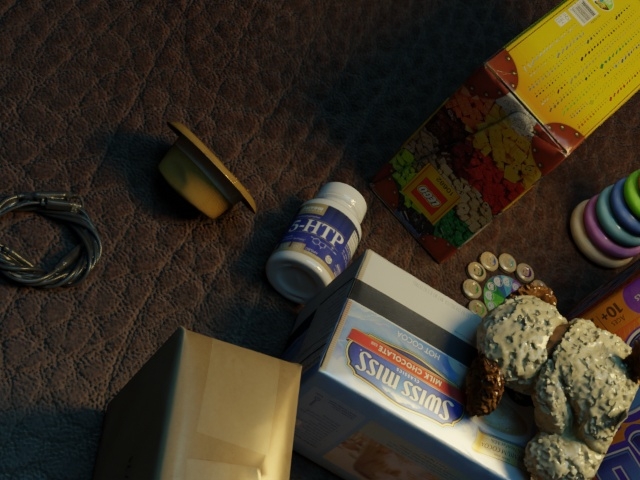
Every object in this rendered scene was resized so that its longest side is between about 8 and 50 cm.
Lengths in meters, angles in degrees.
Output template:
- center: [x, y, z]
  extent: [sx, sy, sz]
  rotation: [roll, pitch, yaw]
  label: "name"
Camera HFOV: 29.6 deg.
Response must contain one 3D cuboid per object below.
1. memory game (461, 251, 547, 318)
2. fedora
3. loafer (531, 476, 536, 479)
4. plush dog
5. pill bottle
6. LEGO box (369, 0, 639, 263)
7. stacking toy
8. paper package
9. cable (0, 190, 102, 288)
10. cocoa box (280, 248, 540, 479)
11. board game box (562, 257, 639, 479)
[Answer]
- center: [0.323, 0.103, 2.074]
  extent: [0.186, 0.012, 0.186]
  rotation: [14, 56, -22]
  label: "memory game"
- center: [-0.183, -0.093, 1.844]
  extent: [0.079, 0.194, 0.194]
  rotation: [-44, 88, -4]
  label: "fedora"
- center: [0.269, 0.429, 1.807]
  extent: [0.102, 0.092, 0.268]
  rotation: [39, 67, -1]
  label: "loafer"
- center: [0.316, 0.166, 1.642]
  extent: [0.225, 0.210, 0.262]
  rotation: [27, 50, 13]
  label: "plush dog"
- center: [0.000, 0.000, 1.892]
  extent: [0.112, 0.112, 0.186]
  rotation: [34, 51, -7]
  label: "pill bottle"
- center: [0.369, -0.231, 2.066]
  extent: [0.193, 0.372, 0.500]
  rotation: [48, 52, 4]
  label: "LEGO box"
- center: [0.587, -0.081, 2.123]
  extent: [0.141, 0.330, 0.141]
  rotation: [14, 57, -22]
  label: "stacking toy"
- center: [-0.172, 0.316, 1.485]
  extent: [0.168, 0.309, 0.325]
  rotation: [20, 56, -21]
  label: "paper package"
- center: [-0.405, 0.000, 1.718]
  extent: [0.184, 0.047, 0.150]
  rotation: [-3, 69, -33]
  label: "cable"
- center: [0.124, 0.226, 1.750]
  extent: [0.347, 0.231, 0.228]
  rotation: [31, 52, -10]
  label: "cocoa box"
- center: [0.582, 0.200, 1.908]
  extent: [0.356, 0.356, 0.356]
  rotation: [52, 42, 7]
  label: "board game box"
